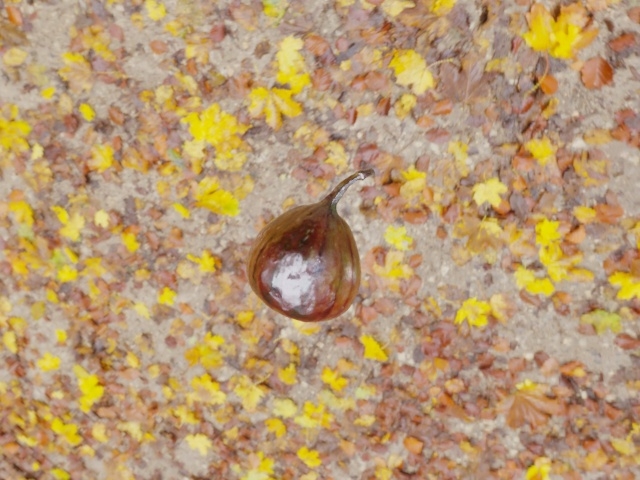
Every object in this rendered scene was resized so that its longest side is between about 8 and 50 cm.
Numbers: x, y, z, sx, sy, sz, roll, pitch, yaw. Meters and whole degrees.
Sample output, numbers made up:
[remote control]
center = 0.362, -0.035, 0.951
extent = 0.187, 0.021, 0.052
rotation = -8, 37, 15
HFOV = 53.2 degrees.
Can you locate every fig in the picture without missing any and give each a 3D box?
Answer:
[fig]
center = -0.018, 0.020, 0.810
extent = 0.148, 0.149, 0.202
rotation = 6, 131, -8
